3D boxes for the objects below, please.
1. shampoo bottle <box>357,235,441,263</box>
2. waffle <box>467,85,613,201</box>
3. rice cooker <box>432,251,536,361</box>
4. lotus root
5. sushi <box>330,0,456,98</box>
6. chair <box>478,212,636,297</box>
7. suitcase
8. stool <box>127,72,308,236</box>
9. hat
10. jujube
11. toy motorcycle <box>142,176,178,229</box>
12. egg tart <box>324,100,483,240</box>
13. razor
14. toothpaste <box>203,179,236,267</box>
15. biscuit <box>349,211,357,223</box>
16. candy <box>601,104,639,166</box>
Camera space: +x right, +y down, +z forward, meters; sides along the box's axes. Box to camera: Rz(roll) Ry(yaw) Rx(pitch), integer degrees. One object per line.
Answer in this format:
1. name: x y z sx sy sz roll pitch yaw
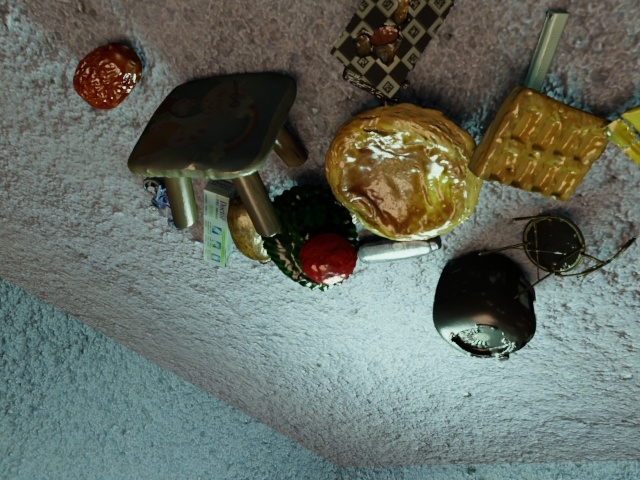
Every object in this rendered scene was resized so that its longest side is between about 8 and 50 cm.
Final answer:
1. shampoo bottle: 0.214 0.018 1.180 0.234 0.049 0.087 -10 130 30
2. waffle: 0.409 -0.172 0.786 0.274 0.057 0.168 7 119 -27
3. rice cooker: 0.438 0.182 1.145 0.267 0.224 0.267 9 138 8
4. lotus root: -0.181 -0.026 1.213 0.145 0.128 0.260 -16 133 -6
5. sushi: 0.126 -0.373 0.748 0.139 0.031 0.201 33 100 -11
6. chair: 0.550 0.018 0.996 0.326 0.170 0.159 -13 146 -32
7. suitcase: 0.108 -0.325 0.813 0.126 0.086 0.059 24 146 -7
8. stool: -0.197 -0.186 0.927 0.311 0.310 0.226 4 144 19
9. hat: 0.000 0.000 1.014 0.274 0.242 0.332 42 176 -17
10. jujube: -0.483 -0.377 0.973 0.176 0.109 0.112 -25 159 30
11. toy motorcycle: -0.444 -0.110 1.276 0.114 0.076 0.205 -7 132 14
12. egg tart: 0.183 -0.153 0.930 0.352 0.150 0.352 12 138 12
13. razor: 0.381 -0.270 0.785 0.056 0.111 0.277 9 131 -4
14. toothpaste: -0.309 -0.043 1.298 0.081 0.067 0.336 19 139 0
15. biscuit: 0.068 -0.073 1.161 0.078 0.015 0.091 -7 133 27
16. candy: 0.659 -0.234 0.702 0.187 0.081 0.297 32 125 -14
